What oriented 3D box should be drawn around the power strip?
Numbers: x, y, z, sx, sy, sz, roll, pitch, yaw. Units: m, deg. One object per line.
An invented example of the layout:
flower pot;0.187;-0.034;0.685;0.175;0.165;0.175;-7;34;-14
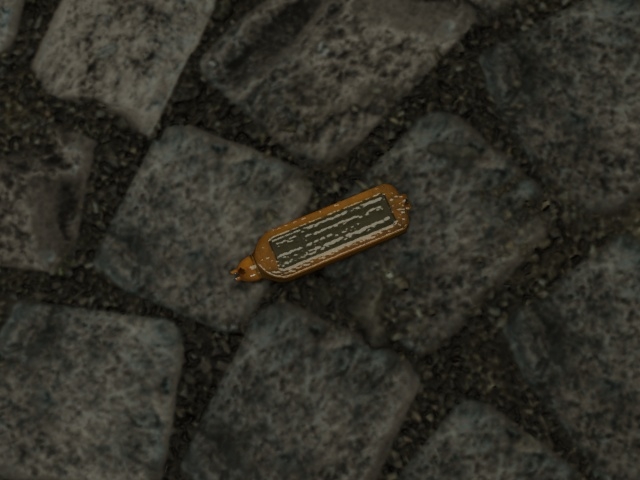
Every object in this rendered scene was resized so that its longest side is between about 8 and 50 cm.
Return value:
power strip;0.000;0.000;1.511;0.178;0.028;0.049;-22;75;-4
